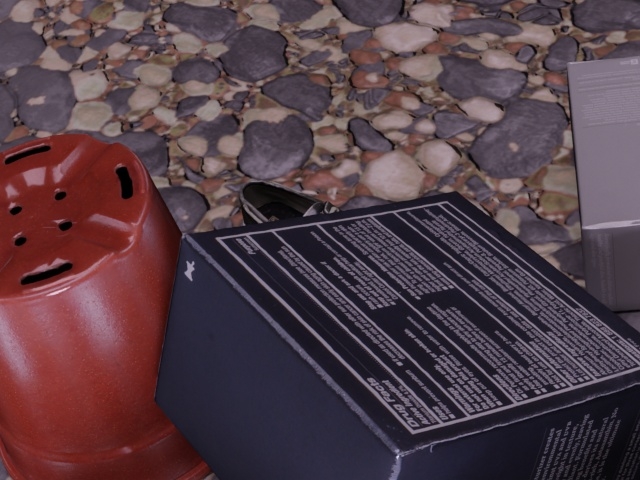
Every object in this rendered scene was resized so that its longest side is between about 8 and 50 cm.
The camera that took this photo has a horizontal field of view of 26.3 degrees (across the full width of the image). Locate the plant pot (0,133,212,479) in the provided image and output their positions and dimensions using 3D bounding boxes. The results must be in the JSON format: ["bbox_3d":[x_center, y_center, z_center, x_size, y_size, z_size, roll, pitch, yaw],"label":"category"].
[{"bbox_3d":[-0.213,0.064,1.249,0.272,0.265,0.272,-8,46,8],"label":"plant pot"}]

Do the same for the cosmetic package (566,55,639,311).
[{"bbox_3d":[0.296,-0.057,1.321,0.107,0.127,0.238,-3,44,13],"label":"cosmetic package"}]

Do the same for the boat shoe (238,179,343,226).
[{"bbox_3d":[0.000,0.000,1.387,0.219,0.070,0.078,24,57,33],"label":"boat shoe"}]

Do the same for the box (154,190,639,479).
[{"bbox_3d":[0.068,0.118,1.103,0.294,0.182,0.296,-8,35,-36],"label":"box"}]
